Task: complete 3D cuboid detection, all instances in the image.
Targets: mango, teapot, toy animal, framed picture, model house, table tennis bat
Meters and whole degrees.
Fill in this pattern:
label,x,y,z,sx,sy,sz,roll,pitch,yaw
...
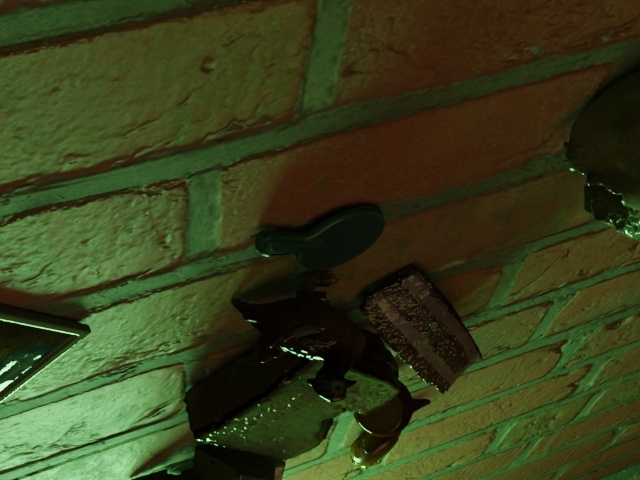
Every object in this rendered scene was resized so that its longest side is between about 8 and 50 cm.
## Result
label,x,y,z,sx,sy,sz,roll,pitch,yaw
mango,0.110,0.416,2.142,0.077,0.063,0.127,17,126,-47
teapot,0.110,0.296,1.897,0.173,0.116,0.116,-3,156,13
toy animal,-0.031,0.130,1.403,0.188,0.179,0.089,9,143,-8
framed picture,-0.426,0.158,1.273,0.250,0.016,0.184,-35,151,19
model house,-0.212,0.449,1.819,0.248,0.176,0.181,9,107,-4
table tennis bat,0.000,0.000,1.344,0.201,0.033,0.124,-3,144,-41

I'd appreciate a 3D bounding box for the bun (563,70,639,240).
label,x,y,z,sx,sy,sz,roll,pitch,yaw
bun,0.479,-0.099,1.388,0.281,0.205,0.282,-22,153,-12

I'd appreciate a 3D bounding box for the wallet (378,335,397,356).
label,x,y,z,sx,sy,sz,roll,pitch,yaw
wallet,0.046,0.199,1.734,0.189,0.033,0.095,-10,151,-26

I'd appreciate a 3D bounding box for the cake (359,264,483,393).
label,x,y,z,sx,sy,sz,roll,pitch,yaw
cake,0.154,0.126,1.663,0.116,0.113,0.295,-35,140,6

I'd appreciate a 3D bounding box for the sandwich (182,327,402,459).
label,x,y,z,sx,sy,sz,roll,pitch,yaw
sandwich,-0.028,0.230,1.614,0.273,0.095,0.249,-37,139,22

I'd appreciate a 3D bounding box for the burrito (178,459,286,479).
label,x,y,z,sx,sy,sz,roll,pitch,yaw
burrito,-0.172,0.443,1.939,0.225,0.060,0.087,-9,116,-17
